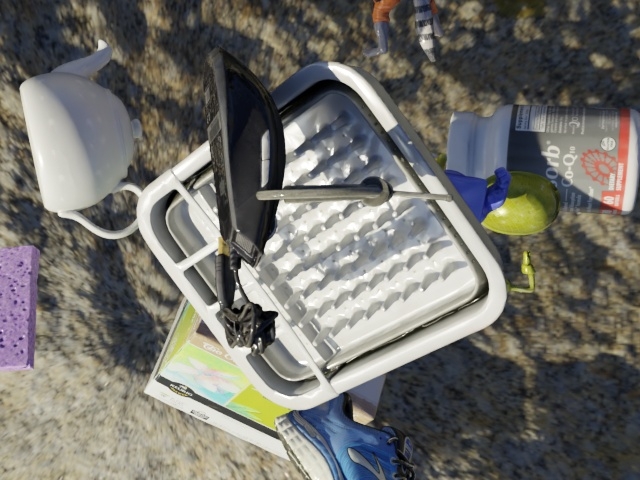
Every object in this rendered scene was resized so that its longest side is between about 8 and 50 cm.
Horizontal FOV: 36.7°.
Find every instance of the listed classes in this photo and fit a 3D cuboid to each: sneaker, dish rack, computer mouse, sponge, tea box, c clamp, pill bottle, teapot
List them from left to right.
[{"bbox_3d":[-0.524,0.112,1.575,0.117,0.031,0.210,-6,67,5],"label":"sponge"},{"bbox_3d":[-0.396,-0.169,1.641,0.187,0.252,0.256,-11,130,-17],"label":"teapot"},{"bbox_3d":[-0.062,-0.029,0.849,0.060,0.184,0.262,-6,82,-13],"label":"computer mouse"},{"bbox_3d":[-0.087,0.197,1.686,0.329,0.323,0.220,27,55,-11],"label":"tea box"},{"bbox_3d":[0.000,0.000,0.940,0.285,0.333,0.072,54,39,-6],"label":"dish rack"},{"bbox_3d":[0.025,-0.038,0.730,0.137,0.161,0.022,1,94,13],"label":"c clamp"},{"bbox_3d":[0.076,0.319,1.264,0.147,0.130,0.330,-33,54,-12],"label":"sneaker"},{"bbox_3d":[0.443,-0.164,1.924,0.363,0.210,0.210,4,84,14],"label":"pill bottle"}]

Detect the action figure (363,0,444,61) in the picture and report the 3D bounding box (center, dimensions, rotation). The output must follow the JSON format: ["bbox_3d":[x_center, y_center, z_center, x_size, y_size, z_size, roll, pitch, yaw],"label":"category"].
[{"bbox_3d":[0.227,-0.547,1.930,0.341,0.178,0.330,-15,131,-23],"label":"action figure"}]

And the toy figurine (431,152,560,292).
[{"bbox_3d":[0.167,-0.024,1.253,0.362,0.217,0.191,10,91,-8],"label":"toy figurine"}]
